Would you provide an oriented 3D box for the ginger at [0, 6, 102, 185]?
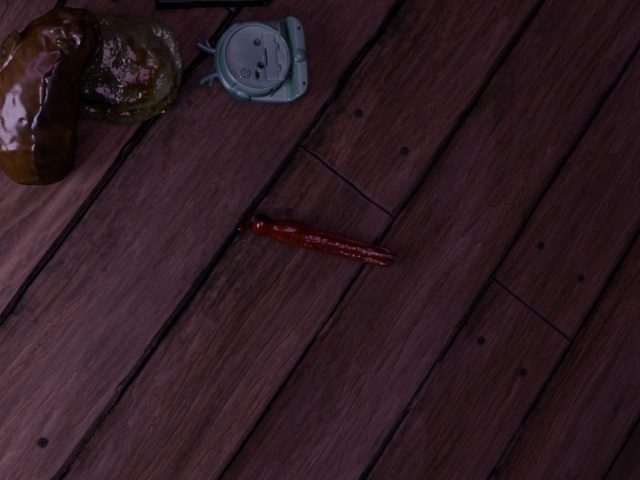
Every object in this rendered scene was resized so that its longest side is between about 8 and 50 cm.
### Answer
[{"bbox_3d":[-0.463,-0.229,1.125,0.165,0.172,0.321,40,119,26],"label":"ginger"}]

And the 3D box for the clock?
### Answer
[{"bbox_3d":[-0.130,-0.342,1.316,0.210,0.066,0.160,-7,91,-14],"label":"clock"}]

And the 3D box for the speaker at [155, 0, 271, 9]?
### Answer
[{"bbox_3d":[-0.205,-0.485,1.306,0.218,0.044,0.082,-6,91,-15],"label":"speaker"}]

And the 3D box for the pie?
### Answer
[{"bbox_3d":[-0.371,-0.312,1.237,0.247,0.090,0.201,-1,94,-11],"label":"pie"}]

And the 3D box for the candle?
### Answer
[{"bbox_3d":[0.000,0.000,1.356,0.329,0.051,0.048,14,76,-15],"label":"candle"}]
